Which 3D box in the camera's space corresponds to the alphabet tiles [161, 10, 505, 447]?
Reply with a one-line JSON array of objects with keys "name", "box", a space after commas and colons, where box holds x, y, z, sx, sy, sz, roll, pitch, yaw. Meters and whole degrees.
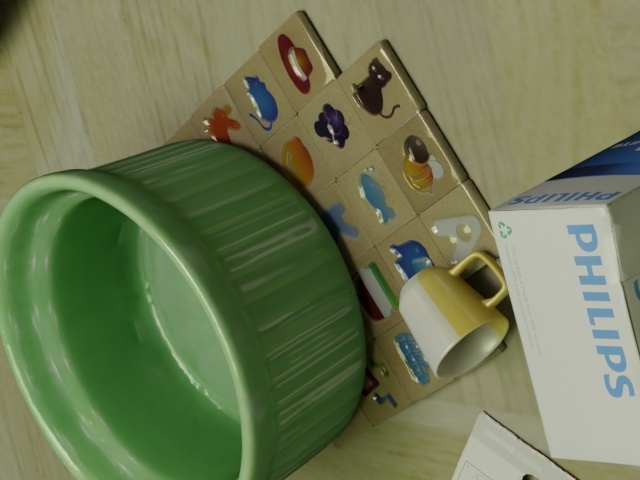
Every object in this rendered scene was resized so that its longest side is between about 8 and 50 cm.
[{"name": "alphabet tiles", "box": [0.000, 0.000, 1.310, 0.285, 0.011, 0.342, 59, 141, 6]}]

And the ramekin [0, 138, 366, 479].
[{"name": "ramekin", "box": [-0.106, 0.068, 1.337, 0.303, 0.148, 0.303, 26, 128, 37]}]

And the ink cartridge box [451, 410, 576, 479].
[{"name": "ink cartridge box", "box": [0.155, 0.261, 1.269, 0.181, 0.056, 0.225, 35, 114, 31]}]

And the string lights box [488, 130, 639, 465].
[{"name": "string lights box", "box": [0.209, 0.001, 0.881, 0.076, 0.259, 0.133, -1, 109, 48]}]

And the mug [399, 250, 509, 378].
[{"name": "mug", "box": [0.093, 0.048, 1.190, 0.064, 0.078, 0.062, 52, 173, 27]}]
